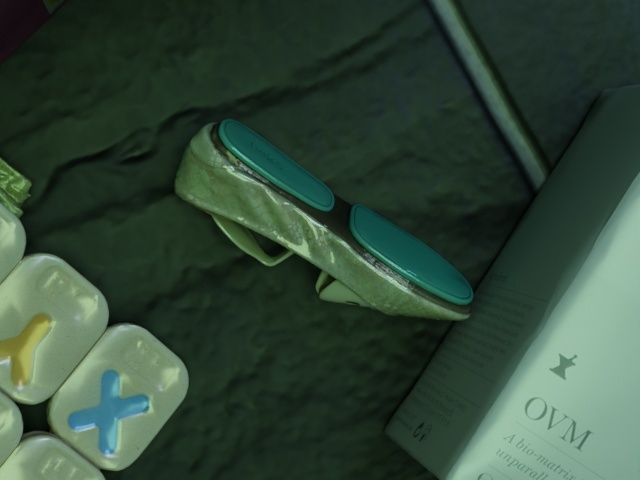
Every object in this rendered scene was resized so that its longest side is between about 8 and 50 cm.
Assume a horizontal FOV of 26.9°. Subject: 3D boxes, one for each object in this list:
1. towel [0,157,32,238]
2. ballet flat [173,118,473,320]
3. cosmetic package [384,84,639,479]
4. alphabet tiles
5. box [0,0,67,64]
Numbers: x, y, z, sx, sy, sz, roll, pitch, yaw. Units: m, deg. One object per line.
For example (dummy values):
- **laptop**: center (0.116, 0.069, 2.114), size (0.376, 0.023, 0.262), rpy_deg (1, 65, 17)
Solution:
- **towel**: center (-0.227, -0.008, 0.658), size (0.148, 0.027, 0.110), rpy_deg (-45, 99, -5)
- **ballet flat**: center (0.000, 0.000, 0.690), size (0.168, 0.057, 0.052), rpy_deg (35, 115, -5)
- **cosmetic package**: center (0.194, 0.072, 0.674), size (0.224, 0.138, 0.224), rpy_deg (33, 86, -9)
- **alphabet tiles**: center (-0.201, 0.122, 0.632), size (0.284, 0.021, 0.278), rpy_deg (45, 75, -21)
- **box**: center (-0.195, -0.201, 0.559), size (0.243, 0.213, 0.117), rpy_deg (44, 86, -8)
